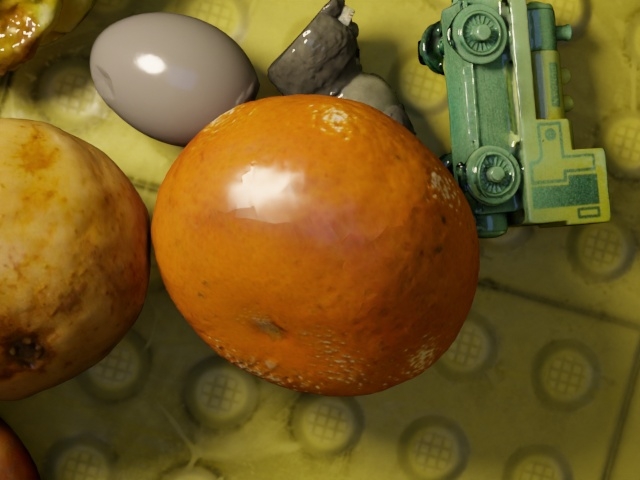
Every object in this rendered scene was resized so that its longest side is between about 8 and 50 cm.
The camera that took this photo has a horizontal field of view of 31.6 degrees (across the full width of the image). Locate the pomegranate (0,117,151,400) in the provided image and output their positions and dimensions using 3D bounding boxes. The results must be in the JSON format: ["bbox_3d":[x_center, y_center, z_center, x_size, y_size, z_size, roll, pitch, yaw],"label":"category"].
[{"bbox_3d":[-0.405,0.000,1.462,0.410,0.410,0.410,0,89,-4],"label":"pomegranate"}]

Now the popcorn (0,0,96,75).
[{"bbox_3d":[-0.435,-0.396,1.485,0.321,0.290,0.325,-31,121,-15],"label":"popcorn"}]

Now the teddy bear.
[{"bbox_3d":[0.028,-0.200,1.599,0.171,0.144,0.251,-26,109,29],"label":"teddy bear"}]

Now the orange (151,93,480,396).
[{"bbox_3d":[0.000,0.000,1.457,0.424,0.424,0.326,26,51,-3],"label":"orange"}]

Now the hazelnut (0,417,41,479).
[{"bbox_3d":[-0.561,0.358,1.429,0.409,0.359,0.359,-19,90,-1],"label":"hazelnut"}]

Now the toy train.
[{"bbox_3d":[0.274,-0.191,1.606,0.237,0.150,0.368,-4,89,-12],"label":"toy train"}]

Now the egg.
[{"bbox_3d":[-0.203,-0.223,1.551,0.232,0.176,0.176,22,87,-5],"label":"egg"}]
